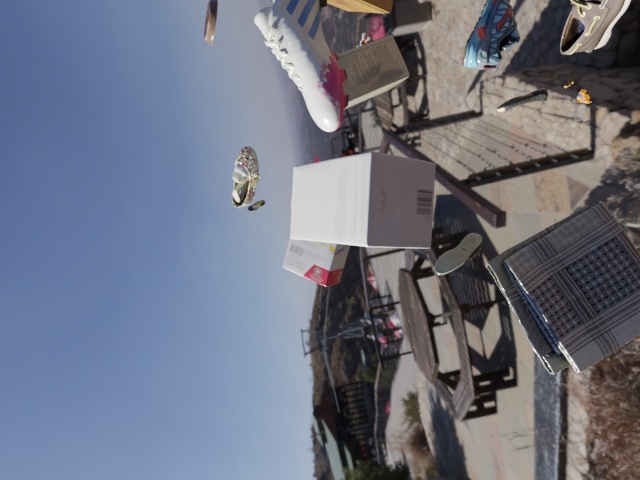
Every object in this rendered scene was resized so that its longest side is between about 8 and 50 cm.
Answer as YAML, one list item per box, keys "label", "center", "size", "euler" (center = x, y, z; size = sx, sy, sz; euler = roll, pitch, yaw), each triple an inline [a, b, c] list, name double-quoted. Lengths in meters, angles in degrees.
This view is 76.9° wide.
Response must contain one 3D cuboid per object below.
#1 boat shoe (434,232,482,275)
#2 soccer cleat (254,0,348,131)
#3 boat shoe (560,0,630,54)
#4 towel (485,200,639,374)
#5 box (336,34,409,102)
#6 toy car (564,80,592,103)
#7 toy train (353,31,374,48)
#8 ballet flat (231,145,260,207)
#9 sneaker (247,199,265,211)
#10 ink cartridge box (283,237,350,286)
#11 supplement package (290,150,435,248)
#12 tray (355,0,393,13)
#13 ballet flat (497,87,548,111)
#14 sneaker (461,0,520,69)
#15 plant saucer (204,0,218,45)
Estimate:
- label: "boat shoe"
  center: [0.535, 0.068, 1.556]
  size: [0.084, 0.233, 0.079]
  euler: [42, 161, 38]
- label: "soccer cleat"
  center: [-0.047, -0.363, 0.766]
  size: [0.116, 0.143, 0.332]
  euler: [162, 97, -68]
- label: "boat shoe"
  center: [0.677, -0.579, 1.002]
  size: [0.324, 0.096, 0.117]
  euler: [22, -125, -67]
- label: "towel"
  center: [0.595, 0.112, 0.928]
  size: [0.313, 0.324, 0.056]
  euler: [60, -179, 3]
- label: "box"
  center: [0.112, -0.513, 1.266]
  size: [0.121, 0.310, 0.148]
  euler: [-9, 108, 64]
- label: "toy car"
  center: [0.975, -0.556, 1.534]
  size: [0.060, 0.040, 0.122]
  euler: [42, -159, -36]
- label: "toy train"
  center: [0.187, -0.862, 1.780]
  size: [0.166, 0.046, 0.125]
  euler: [-35, -39, -62]
- label: "ballet flat"
  center: [-0.246, -0.189, 1.294]
  size: [0.091, 0.077, 0.241]
  euler: [33, 143, 15]
- label: "sneaker"
  center: [-0.275, -0.146, 1.717]
  size: [0.035, 0.083, 0.031]
  euler: [7, 122, 59]
- label: "ink cartridge box"
  center: [0.000, 0.000, 1.623]
  size: [0.131, 0.225, 0.307]
  euler: [-4, -66, -59]
- label: "supplement package"
  center: [0.079, -0.080, 0.884]
  size: [0.292, 0.175, 0.178]
  euler: [7, 95, 56]
- label: "tray"
  center: [0.073, -0.871, 1.404]
  size: [0.410, 0.202, 0.076]
  euler: [-21, -53, -51]
- label: "ballet flat"
  center: [0.736, -0.502, 1.468]
  size: [0.058, 0.172, 0.049]
  euler: [-73, -37, -54]
- label: "sneaker"
  center: [0.493, -0.579, 1.117]
  size: [0.262, 0.125, 0.104]
  euler: [-64, -15, -5]
- label: "plant saucer"
  center: [-0.414, -0.827, 1.515]
  size: [0.168, 0.029, 0.169]
  euler: [-175, 90, -66]
